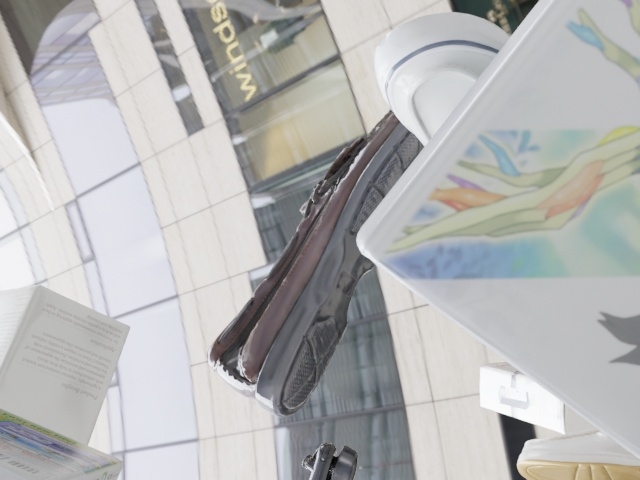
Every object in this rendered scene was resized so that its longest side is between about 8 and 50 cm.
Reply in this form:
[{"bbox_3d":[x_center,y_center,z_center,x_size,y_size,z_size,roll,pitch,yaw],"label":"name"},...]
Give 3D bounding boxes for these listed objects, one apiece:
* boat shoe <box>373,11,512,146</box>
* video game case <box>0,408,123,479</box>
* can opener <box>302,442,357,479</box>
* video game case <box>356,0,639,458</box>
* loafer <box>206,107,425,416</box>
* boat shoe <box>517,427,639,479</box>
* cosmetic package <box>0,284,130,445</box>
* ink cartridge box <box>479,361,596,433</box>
[{"bbox_3d":[0.133,-0.067,0.463,0.258,0.095,0.084,22,-132,-45],"label":"boat shoe"},{"bbox_3d":[-0.274,0.148,0.489,0.193,0.212,0.023,100,-168,-75],"label":"video game case"},{"bbox_3d":[-0.008,0.381,0.927,0.059,0.073,0.186,13,-81,-66],"label":"can opener"},{"bbox_3d":[0.234,-0.038,0.330,0.300,0.329,0.036,36,-170,-10],"label":"video game case"},{"bbox_3d":[0.000,0.000,0.566,0.303,0.095,0.109,-62,-27,-15],"label":"loafer"},{"bbox_3d":[0.367,0.232,0.727,0.098,0.277,0.096,63,-153,-46],"label":"boat shoe"},{"bbox_3d":[-0.389,0.178,0.871,0.151,0.151,0.184,38,-124,-39],"label":"cosmetic package"},{"bbox_3d":[0.437,0.293,1.221,0.158,0.218,0.092,1,-89,-28],"label":"ink cartridge box"}]
